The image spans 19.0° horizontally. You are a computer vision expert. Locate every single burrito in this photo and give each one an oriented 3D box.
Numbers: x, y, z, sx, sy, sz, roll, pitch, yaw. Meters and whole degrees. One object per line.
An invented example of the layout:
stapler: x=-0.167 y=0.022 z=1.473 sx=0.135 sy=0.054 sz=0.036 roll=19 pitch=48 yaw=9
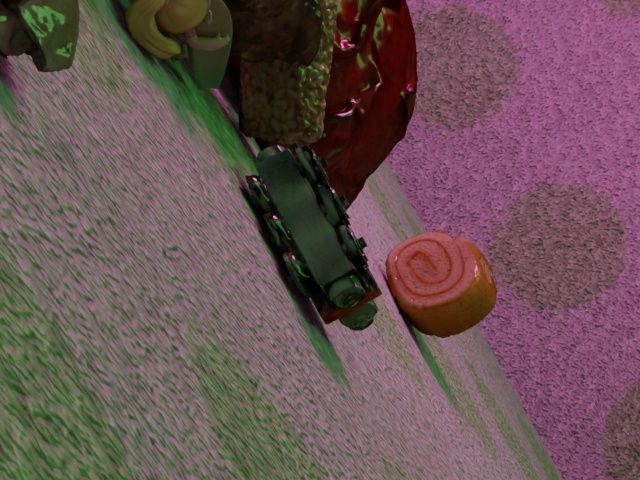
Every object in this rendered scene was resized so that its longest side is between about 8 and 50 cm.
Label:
burrito: x=-0.170 y=-0.173 z=1.029 sx=0.087 sy=0.060 sz=0.226 roll=61 pitch=2 yaw=-46

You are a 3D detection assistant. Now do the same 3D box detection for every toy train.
toy train: x=0.000 y=0.000 z=1.583 sx=0.176 sy=0.074 sz=0.118 roll=61 pitch=2 yaw=36

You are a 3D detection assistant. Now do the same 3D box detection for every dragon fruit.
dragon fruit: x=0.034 y=-0.176 z=1.972 sx=0.286 sy=0.228 sz=0.329 roll=61 pitch=4 yaw=-7

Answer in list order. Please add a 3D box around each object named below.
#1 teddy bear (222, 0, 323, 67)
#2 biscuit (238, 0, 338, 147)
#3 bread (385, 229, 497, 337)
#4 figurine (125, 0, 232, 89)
teddy bear: x=-0.116 y=-0.258 z=1.591 sx=0.246 sy=0.222 sz=0.296 roll=30 pitch=25 yaw=29
biscuit: x=-0.031 y=-0.171 z=1.765 sx=0.070 sy=0.082 sz=0.168 roll=0 pitch=94 yaw=-50
bread: x=0.151 y=0.053 z=2.333 sx=0.073 sy=0.122 sz=0.149 roll=60 pitch=6 yaw=-37
figurine: x=-0.114 y=-0.169 z=1.522 sx=0.083 sy=0.083 sz=0.187 roll=61 pitch=-6 yaw=14
